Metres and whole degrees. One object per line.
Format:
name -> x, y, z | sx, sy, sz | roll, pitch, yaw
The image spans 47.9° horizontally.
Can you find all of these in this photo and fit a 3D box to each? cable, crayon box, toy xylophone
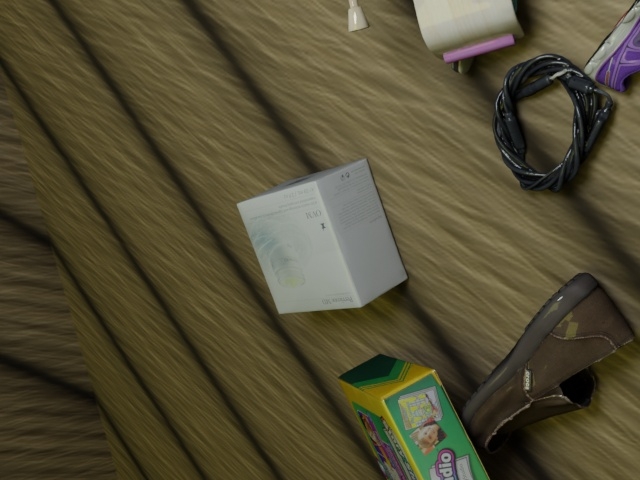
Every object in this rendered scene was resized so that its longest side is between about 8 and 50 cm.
cable -> 0.291, -0.149, 0.958 | 0.151, 0.047, 0.184 | 38, 134, 26
crayon box -> 0.182, 0.382, 1.212 | 0.362, 0.106, 0.313 | 63, 168, -1
toy xylophone -> 0.135, -0.384, 0.903 | 0.236, 0.081, 0.322 | -2, 104, 22

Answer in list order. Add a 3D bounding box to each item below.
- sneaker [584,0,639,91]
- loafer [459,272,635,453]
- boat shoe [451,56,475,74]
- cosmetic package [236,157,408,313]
sneaker -> 0.378, -0.241, 0.823 | 0.071, 0.068, 0.170 | 36, 143, 7
loafer -> 0.322, 0.214, 1.052 | 0.130, 0.134, 0.365 | 42, 135, 23
boat shoe -> 0.189, -0.297, 0.982 | 0.043, 0.049, 0.136 | 13, 116, 32
cosmetic package -> 0.000, 0.000, 1.270 | 0.224, 0.138, 0.224 | -11, 103, 48
